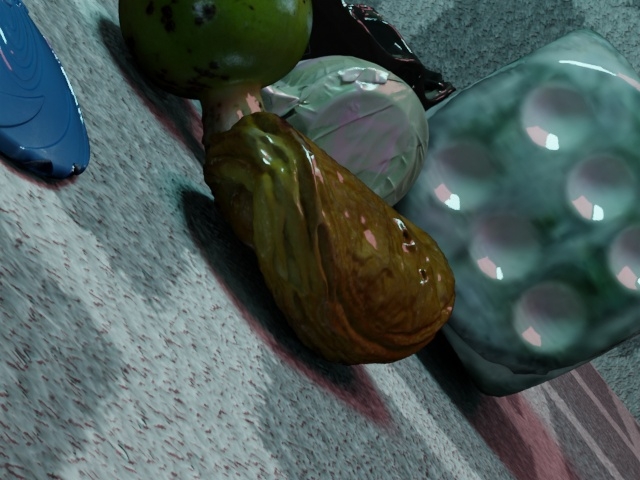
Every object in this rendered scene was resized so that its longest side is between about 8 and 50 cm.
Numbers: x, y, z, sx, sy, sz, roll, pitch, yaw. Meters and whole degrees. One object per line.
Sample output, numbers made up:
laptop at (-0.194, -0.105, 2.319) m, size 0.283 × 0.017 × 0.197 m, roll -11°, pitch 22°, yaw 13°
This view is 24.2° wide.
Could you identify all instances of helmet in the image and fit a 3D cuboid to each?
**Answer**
helmet at (0.017, -0.214, 1.871) m, size 0.305 × 0.177 × 0.225 m, roll 26°, pitch 21°, yaw -52°

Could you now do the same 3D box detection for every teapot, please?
teapot at (-0.017, -0.115, 1.559) m, size 0.178 × 0.222 × 0.163 m, roll -138°, pitch -133°, yaw -64°

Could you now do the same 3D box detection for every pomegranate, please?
pomegranate at (-0.086, -0.182, 1.349) m, size 0.179 × 0.179 × 0.210 m, roll -101°, pitch 172°, yaw -69°

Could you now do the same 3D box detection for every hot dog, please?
hot dog at (0.000, 0.000, 1.216) m, size 0.272 × 0.122 × 0.196 m, roll 31°, pitch 22°, yaw -55°

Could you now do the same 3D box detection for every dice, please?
dice at (0.249, -0.031, 1.732) m, size 0.328 × 0.330 × 0.348 m, roll 60°, pitch 4°, yaw 0°

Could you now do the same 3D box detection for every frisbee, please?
frisbee at (-0.218, -0.142, 0.934) m, size 0.242 × 0.045 × 0.242 m, roll 51°, pitch 9°, yaw -11°
